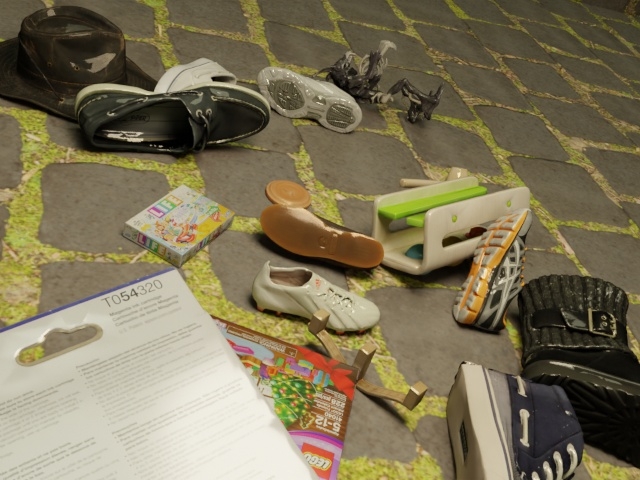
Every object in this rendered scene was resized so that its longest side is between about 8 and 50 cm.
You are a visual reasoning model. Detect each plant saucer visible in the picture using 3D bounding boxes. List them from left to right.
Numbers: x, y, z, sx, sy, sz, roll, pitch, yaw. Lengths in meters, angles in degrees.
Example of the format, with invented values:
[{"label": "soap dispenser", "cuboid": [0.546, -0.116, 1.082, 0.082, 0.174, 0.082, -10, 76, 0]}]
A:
[{"label": "plant saucer", "cuboid": [-0.055, -0.082, 1.392, 0.084, 0.013, 0.083, 14, 34, -10]}]

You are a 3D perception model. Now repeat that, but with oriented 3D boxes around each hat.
[{"label": "hat", "cuboid": [-0.449, -0.352, 1.454, 0.331, 0.134, 0.331, 14, 34, -10]}]

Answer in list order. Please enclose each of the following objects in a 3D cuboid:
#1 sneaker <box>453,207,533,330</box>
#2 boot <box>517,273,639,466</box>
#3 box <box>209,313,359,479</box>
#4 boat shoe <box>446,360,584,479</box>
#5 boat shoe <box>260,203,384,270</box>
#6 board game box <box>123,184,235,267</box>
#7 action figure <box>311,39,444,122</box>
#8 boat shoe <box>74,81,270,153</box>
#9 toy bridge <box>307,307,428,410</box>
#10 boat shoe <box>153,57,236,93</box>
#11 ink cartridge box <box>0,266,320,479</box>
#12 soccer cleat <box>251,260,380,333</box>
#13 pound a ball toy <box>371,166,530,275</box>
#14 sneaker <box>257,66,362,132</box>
[{"label": "sneaker", "cuboid": [0.292, 0.047, 1.269, 0.083, 0.214, 0.084, 28, -5, -12]}, {"label": "boot", "cuboid": [0.460, 0.189, 1.185, 0.348, 0.131, 0.260, 23, 34, 4]}, {"label": "box", "cuboid": [-0.109, 0.189, 0.952, 0.293, 0.057, 0.201, 20, 35, -1]}, {"label": "boat shoe", "cuboid": [0.249, 0.281, 0.948, 0.158, 0.127, 0.340, 10, 34, -2]}, {"label": "boat shoe", "cuboid": [0.000, 0.000, 1.269, 0.207, 0.073, 0.073, 22, -3, -3]}, {"label": "board game box", "cuboid": [-0.216, -0.026, 1.219, 0.103, 0.026, 0.154, 28, 35, 11]}, {"label": "action figure", "cuboid": [0.126, -0.360, 1.746, 0.276, 0.140, 0.164, 19, 0, -8]}, {"label": "boat shoe", "cuboid": [-0.244, -0.201, 1.359, 0.340, 0.127, 0.113, 3, 39, -22]}, {"label": "toy bridge", "cuboid": [0.054, 0.167, 1.063, 0.188, 0.063, 0.026, 35, 37, 22]}, {"label": "boat shoe", "cuboid": [-0.237, -0.288, 1.509, 0.084, 0.095, 0.258, 21, 35, 8]}, {"label": "ink cartridge box", "cuboid": [-0.211, 0.211, 0.791, 0.324, 0.071, 0.330, -21, 57, -31]}, {"label": "soccer cleat", "cuboid": [-0.001, 0.082, 1.139, 0.196, 0.076, 0.068, 14, 35, -11]}, {"label": "pound a ball toy", "cuboid": [0.218, -0.034, 1.397, 0.319, 0.135, 0.208, -14, 22, -40]}, {"label": "sneaker", "cuboid": [-0.025, -0.304, 1.665, 0.232, 0.090, 0.115, 24, 27, -11]}]
